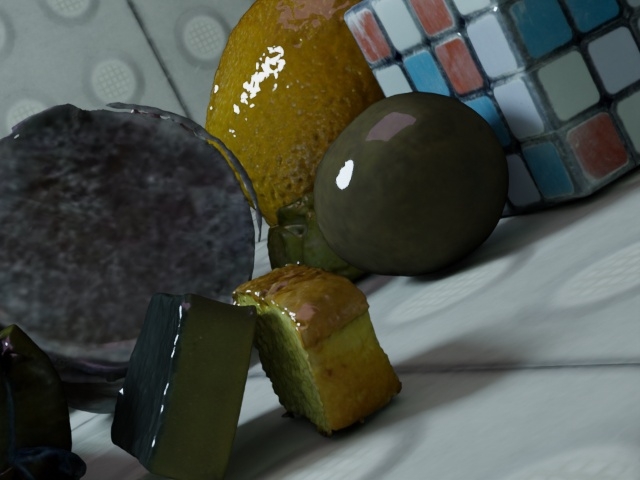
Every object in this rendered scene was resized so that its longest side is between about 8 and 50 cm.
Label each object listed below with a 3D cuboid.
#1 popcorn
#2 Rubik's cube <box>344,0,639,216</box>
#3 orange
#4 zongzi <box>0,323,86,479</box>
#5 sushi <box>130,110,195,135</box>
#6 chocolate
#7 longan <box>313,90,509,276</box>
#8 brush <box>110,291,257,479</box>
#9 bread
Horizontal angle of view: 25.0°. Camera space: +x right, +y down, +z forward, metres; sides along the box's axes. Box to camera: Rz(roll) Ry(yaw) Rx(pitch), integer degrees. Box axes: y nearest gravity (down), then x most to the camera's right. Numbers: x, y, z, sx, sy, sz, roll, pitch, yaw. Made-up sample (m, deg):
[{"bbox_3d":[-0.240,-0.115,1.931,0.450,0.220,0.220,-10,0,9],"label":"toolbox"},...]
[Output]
[{"bbox_3d":[0.000,0.000,1.471,0.116,0.106,0.120,-43,15,-34],"label":"popcorn"},{"bbox_3d":[0.222,-0.190,1.392,0.256,0.259,0.253,-31,10,-24],"label":"Rubik's cube"},{"bbox_3d":[0.040,-0.163,1.630,0.357,0.322,0.322,-39,5,8],"label":"orange"},{"bbox_3d":[-0.295,0.164,1.244,0.403,0.208,0.432,-12,-9,30],"label":"zongzi"},{"bbox_3d":[-0.199,-0.026,1.721,0.236,0.270,0.171,-15,-1,-27],"label":"sushi"},{"bbox_3d":[-0.210,0.039,1.421,0.303,0.303,0.213,-30,-24,-21],"label":"chocolate"},{"bbox_3d":[0.079,-0.046,1.291,0.187,0.167,0.167,-21,9,47],"label":"longan"},{"bbox_3d":[-0.098,0.099,1.011,0.059,0.123,0.197,16,-7,-14],"label":"brush"},{"bbox_3d":[-0.007,0.070,0.987,0.065,0.103,0.187,-27,7,-16],"label":"bread"}]
